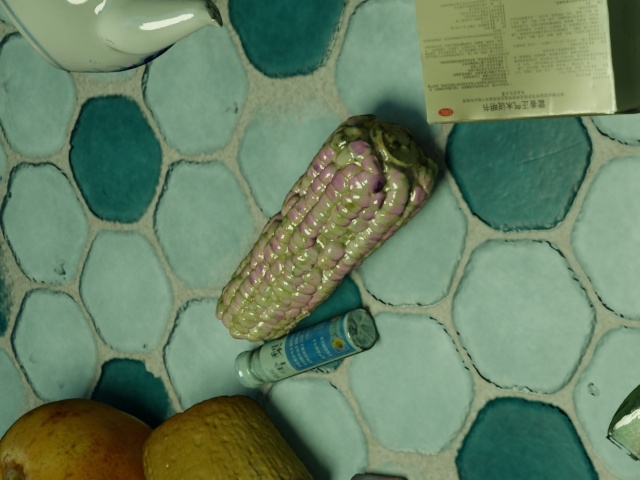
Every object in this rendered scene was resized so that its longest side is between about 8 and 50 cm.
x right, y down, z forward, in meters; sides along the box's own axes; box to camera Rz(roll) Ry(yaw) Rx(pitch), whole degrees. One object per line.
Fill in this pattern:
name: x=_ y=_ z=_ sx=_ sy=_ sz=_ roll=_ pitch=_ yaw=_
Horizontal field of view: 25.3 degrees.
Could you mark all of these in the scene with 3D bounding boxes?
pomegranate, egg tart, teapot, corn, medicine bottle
pomegranate: x=-0.299 y=0.330 z=1.802 sx=0.264 sy=0.264 sz=0.264 roll=10 pitch=107 yaw=36
egg tart: x=-0.117 y=0.292 z=1.686 sx=0.215 sy=0.215 sz=0.170 roll=-47 pitch=60 yaw=35
teapot: x=-0.229 y=-0.333 z=1.602 sx=0.280 sy=0.252 sz=0.424 roll=-36 pitch=50 yaw=4
corn: x=-0.002 y=-0.001 z=1.569 sx=0.126 sy=0.127 sz=0.335 roll=51 pitch=127 yaw=16
medicine bottle: x=-0.020 y=0.128 z=1.656 sx=0.191 sy=0.051 sz=0.051 roll=-22 pitch=87 yaw=38

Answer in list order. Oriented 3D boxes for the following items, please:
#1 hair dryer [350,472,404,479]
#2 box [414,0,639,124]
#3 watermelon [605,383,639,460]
hair dryer: x=0.074 y=0.325 z=1.647 sx=0.063 sy=0.037 sz=0.114 roll=-1 pitch=108 yaw=37
box: x=0.205 y=-0.201 z=1.374 sx=0.212 sy=0.095 sz=0.168 roll=1 pitch=100 yaw=38
watermelon: x=0.419 y=0.160 z=1.220 sx=0.262 sy=0.213 sz=0.201 roll=-25 pitch=86 yaw=39
